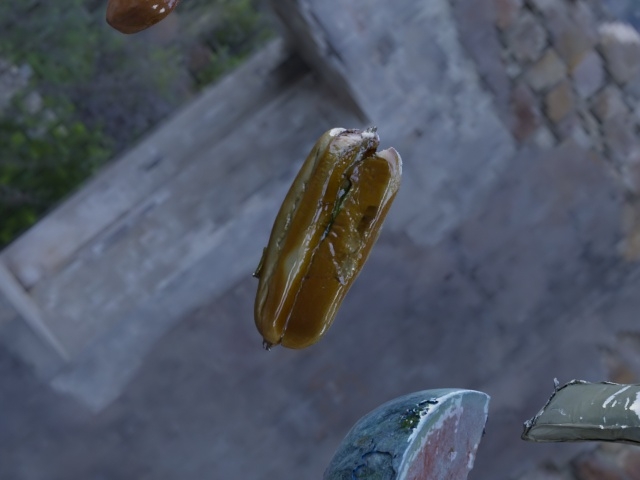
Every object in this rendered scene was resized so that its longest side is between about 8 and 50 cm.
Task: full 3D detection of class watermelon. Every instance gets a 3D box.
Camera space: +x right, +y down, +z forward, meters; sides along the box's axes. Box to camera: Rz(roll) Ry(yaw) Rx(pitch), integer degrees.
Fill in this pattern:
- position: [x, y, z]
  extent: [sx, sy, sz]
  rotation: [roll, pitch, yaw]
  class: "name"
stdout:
- position: [0.053, 0.299, 1.971]
  extent: [0.175, 0.321, 0.188]
  rotation: [9, -15, 33]
  class: "watermelon"

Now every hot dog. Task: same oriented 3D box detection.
- position: [0.000, 0.000, 1.804]
  extent: [0.109, 0.269, 0.072]
  rotation: [25, 6, -9]
  class: "hot dog"

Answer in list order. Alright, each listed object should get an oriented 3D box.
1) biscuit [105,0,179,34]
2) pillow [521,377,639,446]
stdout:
- position: [-0.147, -0.331, 1.726]
  extent: [0.043, 0.284, 0.306]
  rotation: [49, -12, -34]
  class: "biscuit"
- position: [0.331, 0.191, 1.856]
  extent: [0.208, 0.119, 0.053]
  rotation: [1, -70, 36]
  class: "pillow"
